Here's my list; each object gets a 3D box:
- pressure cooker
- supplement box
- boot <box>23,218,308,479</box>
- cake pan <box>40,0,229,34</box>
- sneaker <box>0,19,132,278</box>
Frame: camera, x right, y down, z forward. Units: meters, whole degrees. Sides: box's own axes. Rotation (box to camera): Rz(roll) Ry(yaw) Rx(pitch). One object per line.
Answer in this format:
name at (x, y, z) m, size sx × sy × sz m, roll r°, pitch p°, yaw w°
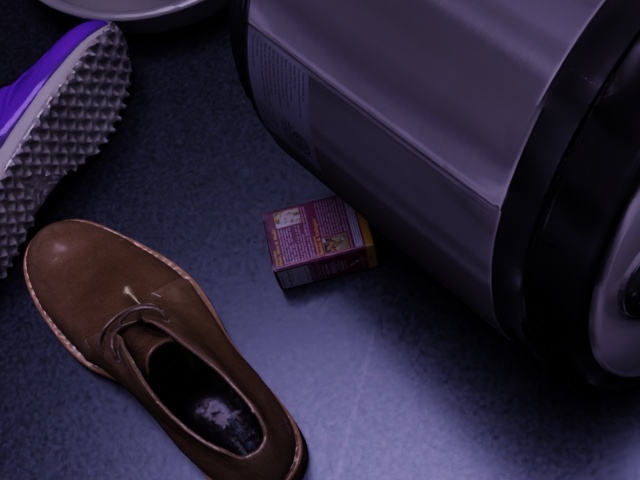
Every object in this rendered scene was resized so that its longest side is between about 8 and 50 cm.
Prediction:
pressure cooker at (0.190, -0.106, 0.759) m, size 0.420 × 0.370 × 0.375 m, roll 41°, pitch 103°, yaw 35°
supplement box at (0.000, 0.000, 0.936) m, size 0.083 × 0.043 × 0.055 m, roll -14°, pitch 63°, yaw 2°
boot at (-0.131, 0.070, 0.887) m, size 0.112 × 0.115 × 0.305 m, roll -45°, pitch 65°, yaw -11°
cake pan at (-0.162, -0.317, 1.109) m, size 0.293 × 0.054 × 0.293 m, roll -4°, pitch 64°, yaw 8°
sneaker at (-0.288, -0.089, 0.994) m, size 0.146 × 0.102 × 0.293 m, roll 26°, pitch 71°, yaw 21°
